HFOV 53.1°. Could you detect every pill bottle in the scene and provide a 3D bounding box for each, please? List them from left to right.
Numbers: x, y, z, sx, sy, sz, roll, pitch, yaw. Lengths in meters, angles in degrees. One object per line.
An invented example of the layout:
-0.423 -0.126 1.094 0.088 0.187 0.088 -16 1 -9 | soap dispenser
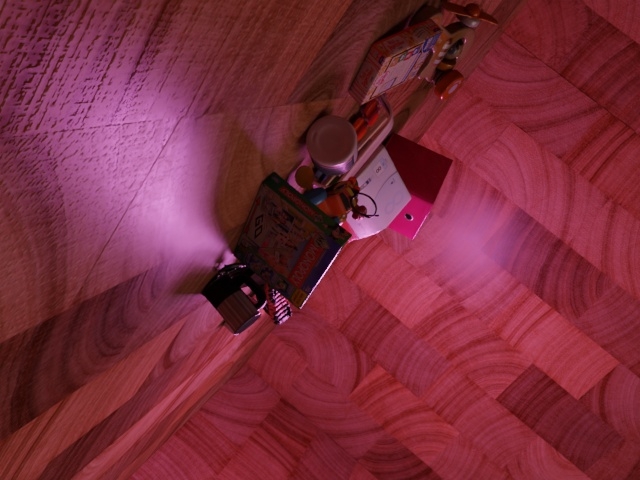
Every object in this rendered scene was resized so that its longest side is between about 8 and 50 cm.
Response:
0.028 -0.199 1.400 0.108 0.108 0.180 -50 174 -1 | pill bottle

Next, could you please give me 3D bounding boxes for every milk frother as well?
-0.203 0.135 1.553 0.129 0.135 0.143 -40 169 -9 | milk frother

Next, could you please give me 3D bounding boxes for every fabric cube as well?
0.321 -0.209 2.480 0.259 0.258 0.254 -60 175 -35 | fabric cube

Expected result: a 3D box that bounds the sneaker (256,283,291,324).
-0.178 0.183 2.311 0.098 0.135 0.276 -34 144 -27 | sneaker

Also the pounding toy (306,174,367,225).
0.061 -0.106 1.880 0.183 0.110 0.237 -40 156 -6 | pounding toy

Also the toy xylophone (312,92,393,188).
0.089 -0.250 1.663 0.322 0.081 0.236 -50 174 -3 | toy xylophone

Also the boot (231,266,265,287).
-0.124 0.057 1.785 0.248 0.090 0.207 -36 177 23 | boot

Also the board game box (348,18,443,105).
0.163 -0.387 1.387 0.193 0.045 0.147 -34 166 -35 | board game box

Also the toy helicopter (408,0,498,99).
0.307 -0.499 1.566 0.235 0.140 0.355 -45 163 17 | toy helicopter

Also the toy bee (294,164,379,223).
0.026 -0.082 1.531 0.162 0.298 0.195 -50 143 -48 | toy bee

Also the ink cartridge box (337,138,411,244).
0.113 -0.096 2.099 0.385 0.091 0.308 -51 144 -8 | ink cartridge box

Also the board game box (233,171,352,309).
-0.073 0.012 1.439 0.046 0.213 0.317 -46 172 -35 | board game box

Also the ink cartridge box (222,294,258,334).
-0.274 0.262 2.250 0.135 0.056 0.099 -50 174 -5 | ink cartridge box
